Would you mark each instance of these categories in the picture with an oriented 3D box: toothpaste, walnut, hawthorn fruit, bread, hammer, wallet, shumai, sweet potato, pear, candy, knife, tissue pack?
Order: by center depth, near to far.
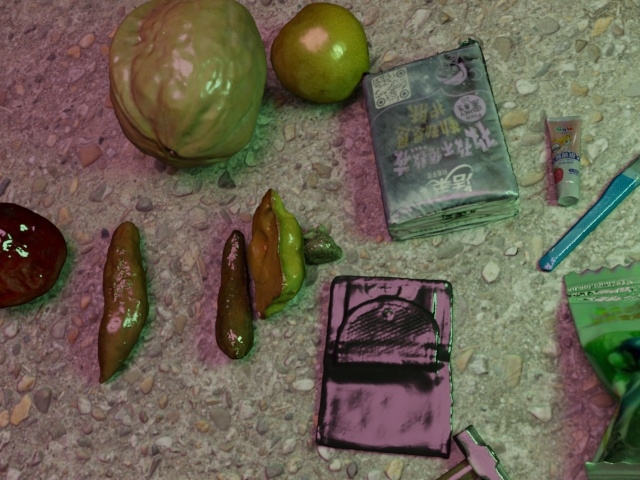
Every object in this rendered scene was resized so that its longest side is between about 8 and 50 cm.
[{"bbox_3d":[0.533,0.192,1.122,0.263,0.172,0.397,-6,55,17],"label":"candy"},{"bbox_3d":[0.137,0.453,1.191,0.365,0.043,0.111,-35,72,3],"label":"hammer"},{"bbox_3d":[0.122,0.220,1.302,0.247,0.041,0.322,0,73,19],"label":"wallet"},{"bbox_3d":[0.507,-0.053,1.311,0.296,0.026,0.044,-45,60,-2],"label":"knife"},{"bbox_3d":[0.469,-0.158,1.361,0.067,0.043,0.194,-3,61,19],"label":"toothpaste"},{"bbox_3d":[-0.086,0.024,1.392,0.088,0.161,0.232,2,65,-29],"label":"bread"},{"bbox_3d":[0.228,-0.195,1.408,0.260,0.122,0.361,-14,66,13],"label":"tissue pack"},{"bbox_3d":[0.000,0.000,1.418,0.083,0.082,0.080,0,64,-7],"label":"shumai"},{"bbox_3d":[-0.170,0.109,1.424,0.075,0.075,0.273,-10,63,13],"label":"sweet potato"},{"bbox_3d":[-0.403,0.114,1.480,0.106,0.095,0.354,-19,61,40],"label":"sweet potato"},{"bbox_3d":[-0.278,-0.337,1.510,0.382,0.381,0.380,-6,66,14],"label":"walnut"},{"bbox_3d":[0.007,-0.391,1.514,0.209,0.209,0.208,-6,66,14],"label":"pear"},{"bbox_3d":[-0.692,0.014,1.521,0.230,0.266,0.210,-48,44,-10],"label":"hawthorn fruit"}]
